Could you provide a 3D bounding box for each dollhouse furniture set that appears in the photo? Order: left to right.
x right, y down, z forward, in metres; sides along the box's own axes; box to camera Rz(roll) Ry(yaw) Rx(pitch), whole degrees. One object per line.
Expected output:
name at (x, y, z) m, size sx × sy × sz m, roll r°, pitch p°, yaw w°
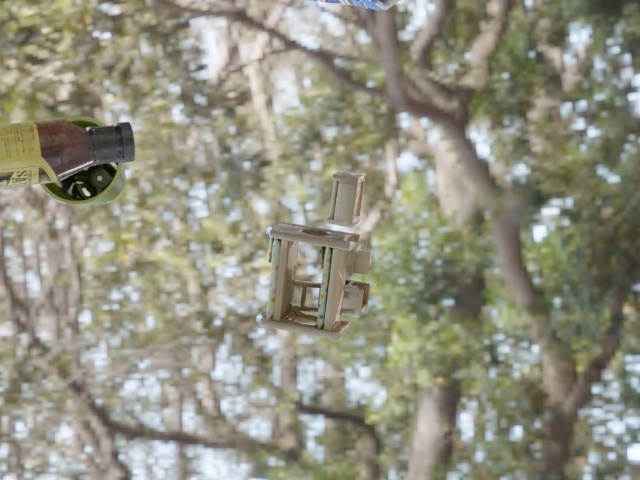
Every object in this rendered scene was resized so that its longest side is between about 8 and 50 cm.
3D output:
dollhouse furniture set at (0.000, 0.000, 1.760) m, size 0.161 × 0.101 × 0.182 m, roll -35°, pitch -47°, yaw -73°

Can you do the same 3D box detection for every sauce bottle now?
sauce bottle at (-0.181, -0.055, 0.972) m, size 0.128 × 0.042 × 0.042 m, roll -7°, pitch -87°, yaw -14°

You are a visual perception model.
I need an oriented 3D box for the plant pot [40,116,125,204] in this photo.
plant pot at (-0.218, -0.066, 1.461) m, size 0.079 × 0.083 × 0.083 m, roll 59°, pitch -147°, yaw -77°

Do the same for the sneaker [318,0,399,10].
sneaker at (0.019, -0.228, 1.243) m, size 0.211 × 0.081 × 0.080 m, roll -10°, pitch -49°, yaw -26°
